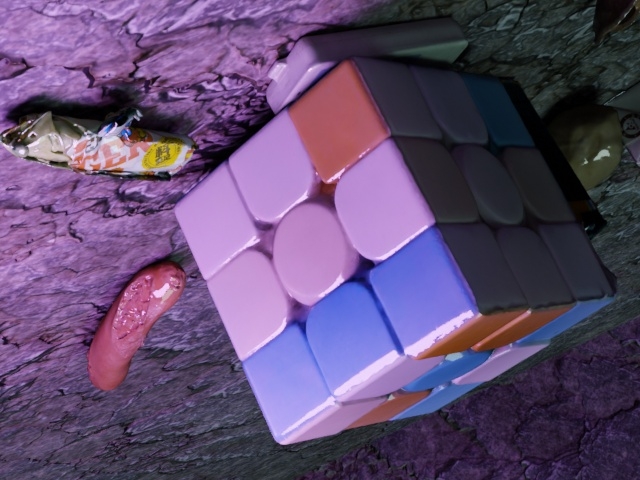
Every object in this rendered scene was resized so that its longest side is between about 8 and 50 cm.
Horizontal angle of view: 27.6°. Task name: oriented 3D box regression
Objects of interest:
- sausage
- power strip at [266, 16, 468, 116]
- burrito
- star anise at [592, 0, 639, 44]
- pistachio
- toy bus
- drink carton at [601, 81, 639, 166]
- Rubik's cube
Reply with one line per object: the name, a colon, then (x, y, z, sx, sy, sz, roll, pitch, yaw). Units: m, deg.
sausage: (-0.287, 0.130, 1.950, 0.087, 0.079, 0.326, -12, 154, -35)
power strip: (0.059, -0.210, 1.577, 0.270, 0.046, 0.118, -14, 157, -34)
burrito: (-0.228, -0.113, 1.438, 0.104, 0.054, 0.288, -38, 158, 28)
star anise: (0.423, -0.347, 1.685, 0.172, 0.063, 0.208, -30, 158, -3)
pistachio: (0.417, -0.146, 2.100, 0.136, 0.136, 0.226, -23, 166, -12)
toy bus: (0.261, -0.082, 1.819, 0.167, 0.275, 0.138, -10, 154, -44)
drink carton: (0.652, -0.240, 2.146, 0.324, 0.132, 0.194, -33, 159, 19)
Rubik's cube: (0.091, 0.014, 1.614, 0.344, 0.347, 0.346, -38, 157, 32)
